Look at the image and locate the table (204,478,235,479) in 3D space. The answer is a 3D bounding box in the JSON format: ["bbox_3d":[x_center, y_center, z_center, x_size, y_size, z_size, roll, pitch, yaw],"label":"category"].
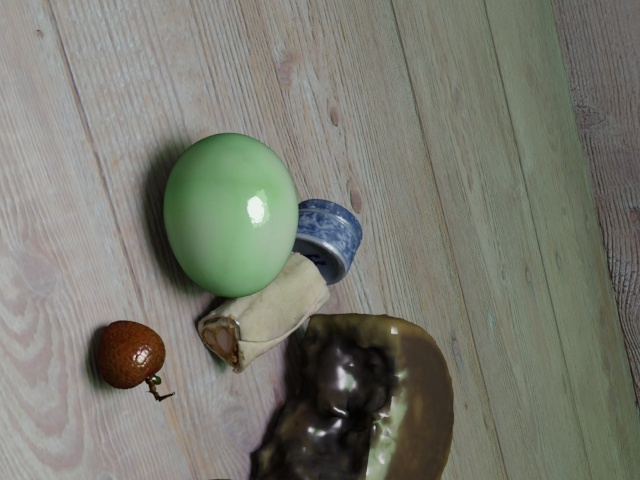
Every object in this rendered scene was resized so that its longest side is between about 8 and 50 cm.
[{"bbox_3d":[-0.186,0.420,1.447,0.133,0.133,0.043,-13,97,-53],"label":"table"}]

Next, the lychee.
[{"bbox_3d":[-0.280,0.185,1.376,0.101,0.114,0.140,-13,74,-11],"label":"lychee"}]

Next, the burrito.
[{"bbox_3d":[-0.091,0.114,1.647,0.299,0.105,0.143,-37,123,-50],"label":"burrito"}]

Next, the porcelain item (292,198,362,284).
[{"bbox_3d":[0.000,0.000,1.744,0.147,0.147,0.114,55,46,-32],"label":"porcelain item"}]

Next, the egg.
[{"bbox_3d":[-0.145,-0.041,1.500,0.220,0.220,0.270,-15,97,-53],"label":"egg"}]

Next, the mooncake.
[{"bbox_3d":[0.048,0.339,1.646,0.394,0.246,0.393,-33,111,-37],"label":"mooncake"}]
